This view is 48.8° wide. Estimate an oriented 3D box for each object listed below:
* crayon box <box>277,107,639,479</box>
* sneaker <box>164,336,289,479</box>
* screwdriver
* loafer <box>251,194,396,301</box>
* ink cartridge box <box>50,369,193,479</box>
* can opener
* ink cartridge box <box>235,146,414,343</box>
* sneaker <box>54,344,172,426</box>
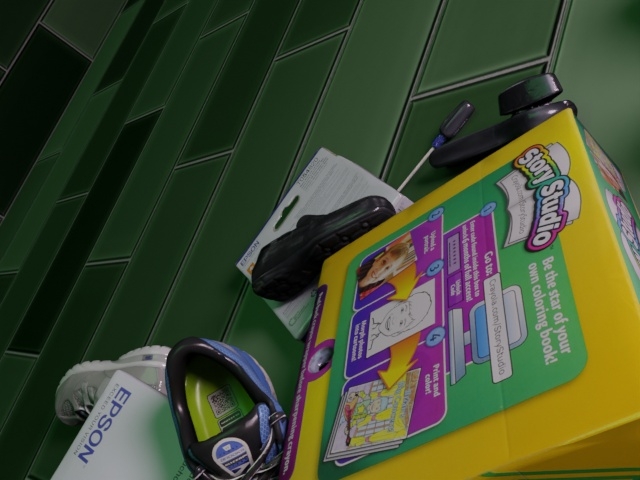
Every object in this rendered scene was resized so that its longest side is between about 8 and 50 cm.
[{"bbox_3d":[0.126,0.084,0.601,0.313,0.106,0.363,-32,26,28],"label":"crayon box"},{"bbox_3d":[-0.061,0.227,0.651,0.130,0.147,0.330,-36,64,-4],"label":"sneaker"},{"bbox_3d":[0.136,-0.107,0.898,0.170,0.024,0.025,-51,5,7],"label":"screwdriver"},{"bbox_3d":[-0.004,-0.001,0.841,0.223,0.076,0.078,-32,50,37],"label":"loafer"},{"bbox_3d":[-0.194,0.347,0.764,0.330,0.071,0.324,17,71,38],"label":"ink cartridge box"},{"bbox_3d":[0.203,-0.121,0.801,0.186,0.059,0.073,-27,68,49],"label":"can opener"},{"bbox_3d":[0.000,0.000,0.944,0.223,0.045,0.224,-54,35,4],"label":"ink cartridge box"},{"bbox_3d":[-0.321,0.246,1.071,0.281,0.105,0.115,-26,43,35],"label":"sneaker"}]
